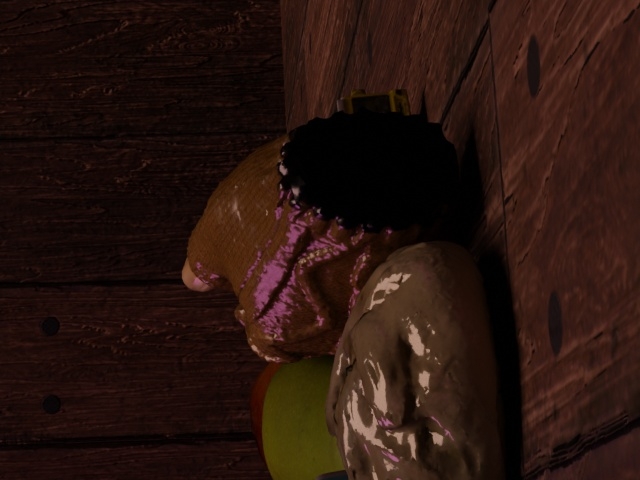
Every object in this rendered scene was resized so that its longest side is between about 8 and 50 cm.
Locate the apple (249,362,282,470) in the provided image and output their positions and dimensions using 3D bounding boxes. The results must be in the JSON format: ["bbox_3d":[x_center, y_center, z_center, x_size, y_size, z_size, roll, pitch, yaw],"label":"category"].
[{"bbox_3d":[0.011,0.188,1.730,0.195,0.160,0.173,83,161,-66],"label":"apple"}]

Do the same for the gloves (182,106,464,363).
[{"bbox_3d":[0.003,0.012,1.318,0.356,0.203,0.155,127,138,-73],"label":"gloves"}]

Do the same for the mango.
[{"bbox_3d":[0.035,0.159,1.426,0.293,0.143,0.175,156,118,-74],"label":"mango"}]

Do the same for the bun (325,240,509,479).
[{"bbox_3d":[0.061,0.117,1.155,0.210,0.116,0.237,-135,44,-84],"label":"bun"}]

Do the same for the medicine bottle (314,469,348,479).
[{"bbox_3d":[0.058,0.259,1.230,0.188,0.119,0.094,-97,2,-51],"label":"medicine bottle"}]

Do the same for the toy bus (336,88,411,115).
[{"bbox_3d":[0.049,-0.042,1.516,0.226,0.074,0.081,93,173,-57],"label":"toy bus"}]
